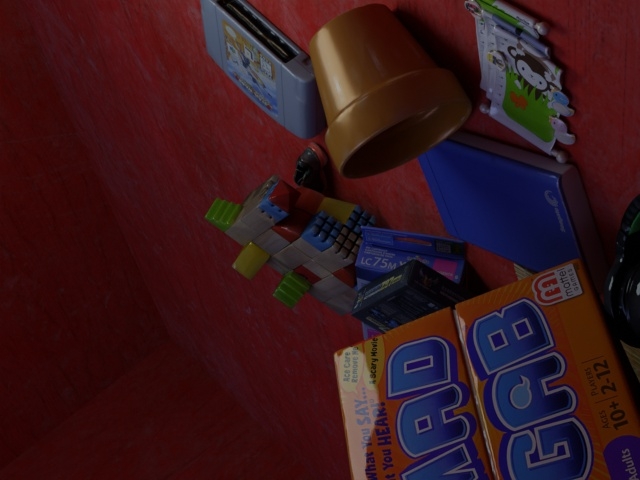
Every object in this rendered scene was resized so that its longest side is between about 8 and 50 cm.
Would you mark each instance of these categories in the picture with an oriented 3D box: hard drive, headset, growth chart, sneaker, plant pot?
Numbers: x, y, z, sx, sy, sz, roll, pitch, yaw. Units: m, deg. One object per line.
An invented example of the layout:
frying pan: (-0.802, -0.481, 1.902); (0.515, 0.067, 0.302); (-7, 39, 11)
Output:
hard drive: (0.268, -0.052, 1.705); (0.318, 0.040, 0.210); (26, 148, 52)
headset: (0.473, 0.095, 1.420); (0.243, 0.185, 0.394); (42, 144, 44)
growth chart: (0.251, -0.211, 1.495); (0.172, 0.021, 0.237); (35, 155, 38)
sneaker: (-0.028, -0.125, 2.216); (0.061, 0.065, 0.158); (44, 159, 22)
plant pot: (0.079, -0.217, 1.642); (0.188, 0.205, 0.205); (64, 164, 13)

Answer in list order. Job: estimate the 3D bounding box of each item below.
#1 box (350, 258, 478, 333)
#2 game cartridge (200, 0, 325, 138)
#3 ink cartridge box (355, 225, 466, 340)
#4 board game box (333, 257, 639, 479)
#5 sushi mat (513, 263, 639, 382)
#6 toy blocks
box: (0.194, 0.133, 1.980); (0.232, 0.059, 0.183); (31, 148, -16)
game cartridge: (-0.105, -0.314, 2.079); (0.297, 0.062, 0.198); (44, 155, 23)
ink cartridge box: (0.160, 0.096, 2.061); (0.186, 0.065, 0.311); (10, 144, 13)
board game box: (0.267, 0.315, 1.540); (0.356, 0.356, 0.356); (55, -162, -42)
sushi mat: (0.417, 0.152, 1.760); (0.316, 0.019, 0.151); (36, 156, 40)
toy blocks: (0.000, 0.000, 2.192); (0.381, 0.191, 0.261); (36, 155, -12)
